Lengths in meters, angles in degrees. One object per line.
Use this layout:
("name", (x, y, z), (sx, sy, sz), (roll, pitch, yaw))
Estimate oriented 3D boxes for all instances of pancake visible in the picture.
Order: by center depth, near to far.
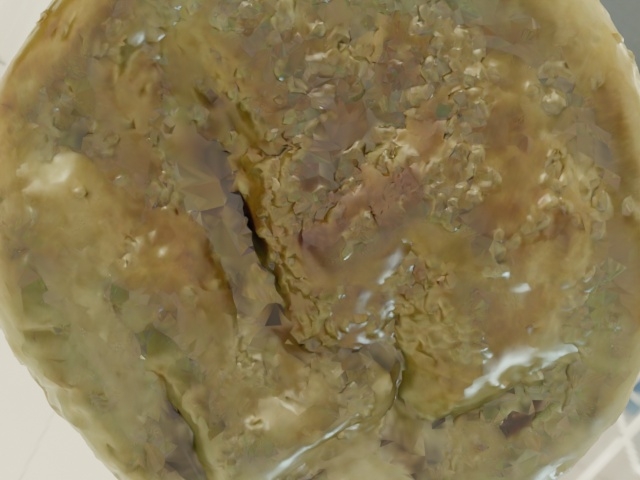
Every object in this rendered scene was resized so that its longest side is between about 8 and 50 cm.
("pancake", (0.001, -0.001, 0.568), (0.387, 0.387, 0.082), (35, 12, -3))
